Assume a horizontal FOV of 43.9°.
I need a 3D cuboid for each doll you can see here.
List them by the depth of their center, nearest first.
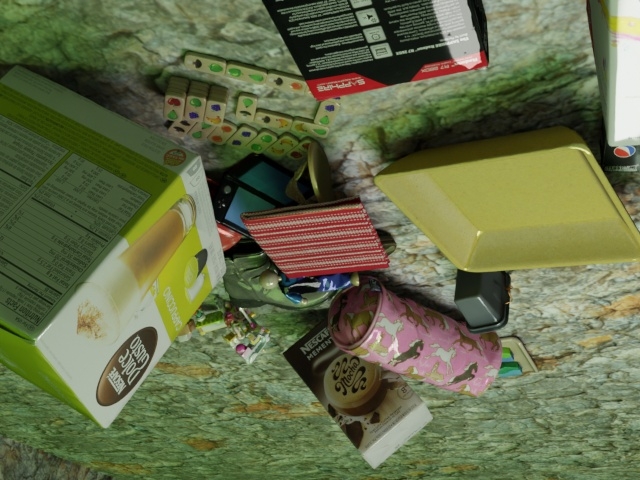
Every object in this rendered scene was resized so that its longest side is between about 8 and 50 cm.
[{"bbox_3d":[-0.025,0.061,1.519,0.189,0.129,0.046,-8,-169,-10],"label":"doll"}]

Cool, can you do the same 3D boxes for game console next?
[{"bbox_3d":[-0.097,-0.064,1.344,0.144,0.124,0.085,28,170,-32],"label":"game console"}]

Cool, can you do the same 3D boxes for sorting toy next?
[{"bbox_3d":[0.398,0.291,1.893,0.208,0.038,0.193,-9,146,25],"label":"sorting toy"}]

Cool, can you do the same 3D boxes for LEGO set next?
[{"bbox_3d":[-0.225,0.168,1.742,0.287,0.132,0.107,10,141,42],"label":"LEGO set"}]

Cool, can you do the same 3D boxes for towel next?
[{"bbox_3d":[0.000,0.000,1.328,0.199,0.031,0.275,-7,156,12],"label":"towel"}]

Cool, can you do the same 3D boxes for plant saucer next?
[{"bbox_3d":[0.305,-0.064,1.235,0.333,0.081,0.333,-7,148,36],"label":"plant saucer"}]

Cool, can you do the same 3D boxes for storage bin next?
[{"bbox_3d":[0.304,0.093,1.493,0.098,0.135,0.091,-16,133,33],"label":"storage bin"}]

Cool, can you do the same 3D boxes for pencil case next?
[{"bbox_3d":[0.203,0.201,1.641,0.386,0.167,0.160,26,-179,-31],"label":"pencil case"}]

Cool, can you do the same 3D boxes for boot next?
[{"bbox_3d":[-0.094,0.063,1.567,0.247,0.083,0.161,-5,140,13],"label":"boot"}]

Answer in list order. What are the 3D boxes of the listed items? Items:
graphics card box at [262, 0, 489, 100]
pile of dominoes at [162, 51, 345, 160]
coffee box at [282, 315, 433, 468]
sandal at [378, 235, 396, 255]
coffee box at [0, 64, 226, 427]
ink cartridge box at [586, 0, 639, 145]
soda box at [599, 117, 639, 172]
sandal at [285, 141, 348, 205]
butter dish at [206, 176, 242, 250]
[{"bbox_3d":[0.037,-0.321,0.869,0.233,0.094,0.371,-7,148,21],"label":"graphics card box"},{"bbox_3d":[-0.106,-0.181,1.187,0.251,0.040,0.196,12,149,-8],"label":"pile of dominoes"},{"bbox_3d":[0.076,0.313,1.708,0.168,0.297,0.119,-40,146,-6],"label":"coffee box"},{"bbox_3d":[0.031,0.002,1.462,0.219,0.060,0.090,-5,157,-9],"label":"sandal"},{"bbox_3d":[-0.385,0.016,1.177,0.338,0.334,0.337,27,153,17],"label":"coffee box"},{"bbox_3d":[0.331,-0.272,0.767,0.131,0.226,0.306,-6,146,17],"label":"ink cartridge box"},{"bbox_3d":[0.420,-0.165,1.094,0.053,0.060,0.169,0,149,14],"label":"soda box"},{"bbox_3d":[-0.016,-0.076,1.299,0.079,0.088,0.240,-3,156,17],"label":"sandal"},{"bbox_3d":[-0.206,-0.022,1.398,0.160,0.118,0.160,29,144,-34],"label":"butter dish"}]
